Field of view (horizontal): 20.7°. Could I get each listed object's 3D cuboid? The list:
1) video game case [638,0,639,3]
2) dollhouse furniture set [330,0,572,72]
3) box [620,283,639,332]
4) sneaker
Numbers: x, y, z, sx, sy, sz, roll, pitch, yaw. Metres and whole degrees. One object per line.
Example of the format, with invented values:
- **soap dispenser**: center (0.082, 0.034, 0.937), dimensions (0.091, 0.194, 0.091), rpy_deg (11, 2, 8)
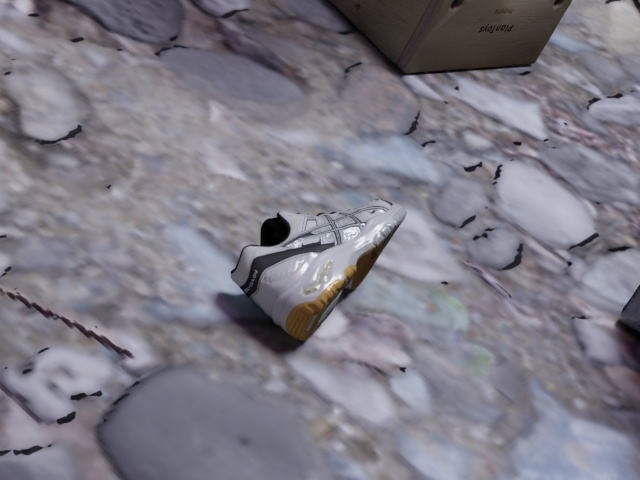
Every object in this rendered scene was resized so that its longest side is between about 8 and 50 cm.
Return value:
- **video game case**: center (0.283, -0.053, 0.901), dimensions (0.206, 0.026, 0.227), rpy_deg (15, 34, -23)
- **dollhouse furniture set**: center (0.070, -0.219, 0.756), dimensions (0.212, 0.242, 0.161), rpy_deg (-9, 47, -47)
- **box**: center (0.249, -0.045, 0.642), dimensions (0.142, 0.247, 0.163), rpy_deg (36, 31, 13)
- **sneaker**: center (0.000, 0.000, 0.581), dimensions (0.037, 0.032, 0.083), rpy_deg (35, 30, 9)
